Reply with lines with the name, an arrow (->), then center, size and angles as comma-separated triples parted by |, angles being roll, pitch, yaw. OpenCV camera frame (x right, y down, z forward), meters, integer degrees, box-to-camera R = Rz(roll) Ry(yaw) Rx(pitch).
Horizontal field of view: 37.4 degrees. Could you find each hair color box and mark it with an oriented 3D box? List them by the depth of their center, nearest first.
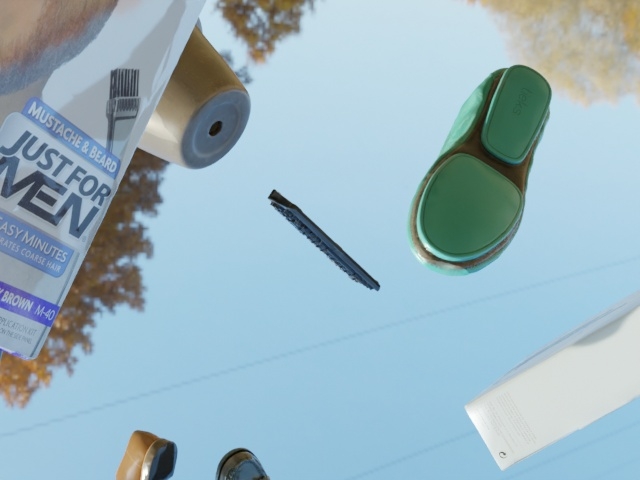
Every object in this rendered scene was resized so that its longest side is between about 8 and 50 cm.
hair color box -> -0.191, -0.115, 0.580 | 0.110, 0.339, 0.185 | 17, 169, 26

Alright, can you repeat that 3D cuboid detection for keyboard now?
keyboard -> 0.000, 0.000, 1.247 | 0.180, 0.023, 0.108 | 44, 178, -29

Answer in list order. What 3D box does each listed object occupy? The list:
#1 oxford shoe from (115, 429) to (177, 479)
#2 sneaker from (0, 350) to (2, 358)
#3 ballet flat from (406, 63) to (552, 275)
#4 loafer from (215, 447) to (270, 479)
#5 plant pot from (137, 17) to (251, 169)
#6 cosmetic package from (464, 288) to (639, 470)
oxford shoe -> -0.272, 0.377, 1.381 | 0.076, 0.212, 0.076 | 20, -174, 30
sneaker -> -0.426, 0.213, 1.134 | 0.090, 0.232, 0.081 | 31, -169, 27
ballet flat -> 0.123, -0.043, 0.761 | 0.083, 0.087, 0.247 | 32, -129, -1
loafer -> -0.091, 0.437, 1.426 | 0.096, 0.267, 0.084 | -23, -152, -33
plant pot -> -0.235, -0.230, 1.438 | 0.229, 0.263, 0.263 | 38, -143, 24
cosmetic package -> 0.373, 0.147, 1.225 | 0.097, 0.284, 0.377 | 61, -157, 9
